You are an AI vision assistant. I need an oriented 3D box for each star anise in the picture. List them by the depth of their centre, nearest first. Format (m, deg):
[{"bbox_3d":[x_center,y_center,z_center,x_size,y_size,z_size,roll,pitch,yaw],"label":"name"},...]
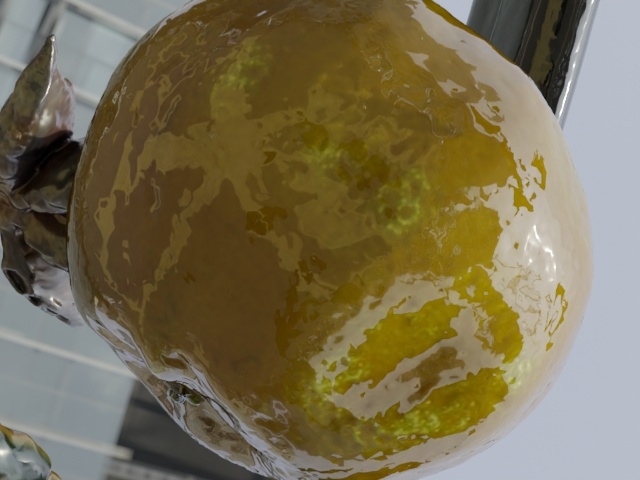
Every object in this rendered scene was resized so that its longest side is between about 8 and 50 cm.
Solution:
[{"bbox_3d":[-0.173,-0.020,1.206,0.208,0.172,0.063,-22,-162,41],"label":"star anise"}]

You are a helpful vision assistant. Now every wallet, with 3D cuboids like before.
[{"bbox_3d":[0.137,-0.139,1.350,0.228,0.062,0.406,155,-49,-82],"label":"wallet"}]

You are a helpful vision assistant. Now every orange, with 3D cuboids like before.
[{"bbox_3d":[0.000,0.000,1.006,0.235,0.279,0.279,-40,-142,-22],"label":"orange"}]

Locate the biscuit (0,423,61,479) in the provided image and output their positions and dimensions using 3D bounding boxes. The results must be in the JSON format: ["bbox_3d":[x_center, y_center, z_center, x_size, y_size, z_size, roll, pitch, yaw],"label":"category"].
[{"bbox_3d":[-0.152,0.227,0.640,0.057,0.287,0.344,11,-108,25],"label":"biscuit"}]
